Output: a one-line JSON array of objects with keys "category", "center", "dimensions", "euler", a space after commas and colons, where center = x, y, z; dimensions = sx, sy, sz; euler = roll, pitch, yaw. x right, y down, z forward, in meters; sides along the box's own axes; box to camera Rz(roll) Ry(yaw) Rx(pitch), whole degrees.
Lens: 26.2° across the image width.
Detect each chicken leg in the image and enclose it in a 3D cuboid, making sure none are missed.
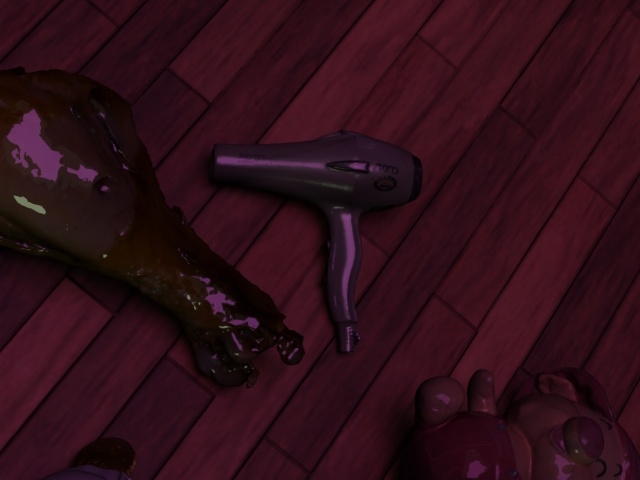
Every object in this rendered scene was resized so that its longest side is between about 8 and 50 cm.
[{"category": "chicken leg", "center": [-0.194, -0.008, 1.306], "dimensions": [0.429, 0.152, 0.201], "euler": [41, 73, -14]}]

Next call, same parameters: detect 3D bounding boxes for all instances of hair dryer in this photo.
[{"category": "hair dryer", "center": [-0.023, -0.024, 1.425], "dimensions": [0.219, 0.088, 0.225], "euler": [24, 79, -7]}]

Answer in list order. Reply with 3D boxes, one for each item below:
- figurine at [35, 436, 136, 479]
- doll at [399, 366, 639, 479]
[{"category": "figurine", "center": [-0.224, 0.287, 1.193], "dimensions": [0.143, 0.143, 0.271], "euler": [38, 37, -7]}, {"category": "doll", "center": [0.209, 0.223, 1.382], "dimensions": [0.255, 0.152, 0.196], "euler": [5, 83, -27]}]
